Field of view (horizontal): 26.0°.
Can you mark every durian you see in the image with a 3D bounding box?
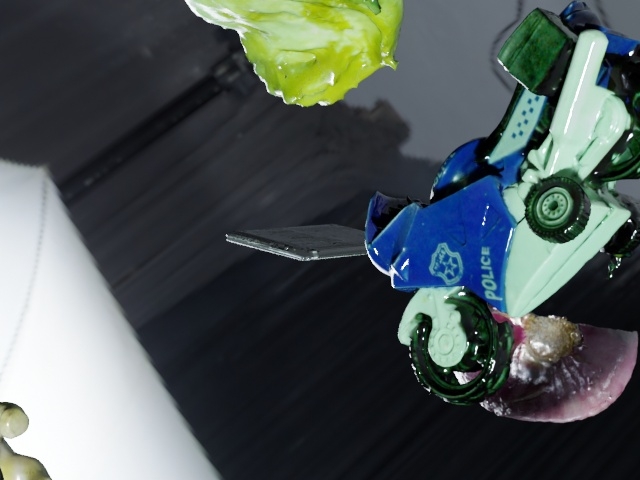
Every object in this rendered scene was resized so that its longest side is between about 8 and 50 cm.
[{"bbox_3d":[-0.026,-0.308,1.325,0.204,0.256,0.339,1,86,31],"label":"durian"}]

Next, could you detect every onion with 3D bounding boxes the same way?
[{"bbox_3d":[0.296,0.176,1.987,0.267,0.159,0.348,13,178,1],"label":"onion"}]

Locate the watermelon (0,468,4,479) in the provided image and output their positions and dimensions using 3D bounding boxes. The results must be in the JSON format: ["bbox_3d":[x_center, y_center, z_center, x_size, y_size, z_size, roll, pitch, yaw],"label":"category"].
[{"bbox_3d":[-0.273,0.192,0.973,0.105,0.105,0.133,92,163,-56],"label":"watermelon"}]

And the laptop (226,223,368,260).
[{"bbox_3d":[0.000,0.000,1.555,0.129,0.180,0.016,14,102,40],"label":"laptop"}]

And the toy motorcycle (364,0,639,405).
[{"bbox_3d":[0.149,-0.034,1.111,0.196,0.125,0.331,49,118,36],"label":"toy motorcycle"}]

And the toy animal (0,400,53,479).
[{"bbox_3d":[-0.356,0.231,1.247,0.169,0.233,0.121,19,139,41],"label":"toy animal"}]
